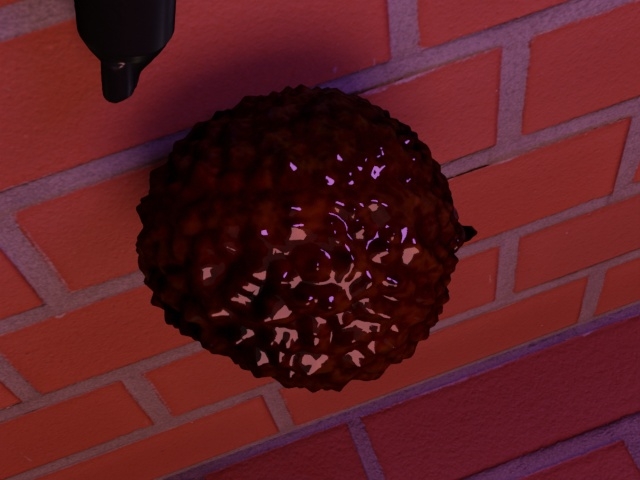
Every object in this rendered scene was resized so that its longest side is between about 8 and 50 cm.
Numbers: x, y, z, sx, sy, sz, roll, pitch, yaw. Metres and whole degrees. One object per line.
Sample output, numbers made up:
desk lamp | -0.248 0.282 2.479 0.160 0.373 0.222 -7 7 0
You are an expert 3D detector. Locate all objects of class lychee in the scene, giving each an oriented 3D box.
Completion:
lychee | 0.000 0.000 1.189 0.500 0.424 0.424 1 140 -17

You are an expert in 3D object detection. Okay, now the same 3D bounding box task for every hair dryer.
hair dryer | -0.308 -0.273 0.939 0.303 0.116 0.244 1 141 -13
